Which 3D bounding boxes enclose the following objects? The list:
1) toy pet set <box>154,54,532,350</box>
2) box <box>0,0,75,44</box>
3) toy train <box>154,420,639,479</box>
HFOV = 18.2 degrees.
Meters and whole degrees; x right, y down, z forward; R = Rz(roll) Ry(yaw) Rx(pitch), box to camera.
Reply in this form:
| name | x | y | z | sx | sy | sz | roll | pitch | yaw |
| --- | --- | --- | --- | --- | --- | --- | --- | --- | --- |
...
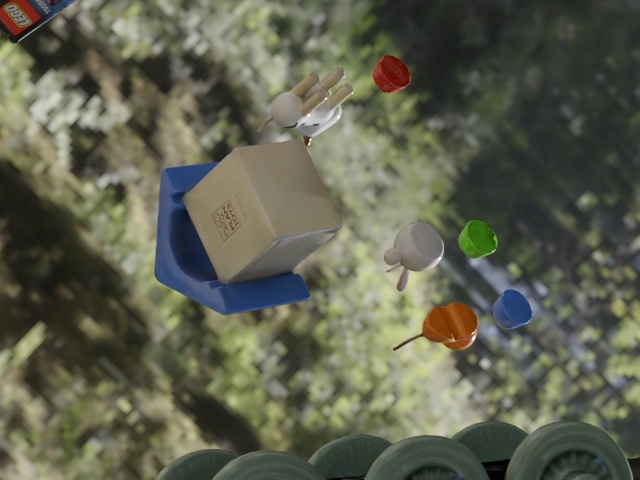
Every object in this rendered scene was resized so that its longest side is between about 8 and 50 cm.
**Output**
| name | x | y | z | sx | sy | sz | roll | pitch | yaw |
| --- | --- | --- | --- | --- | --- | --- | --- | --- | --- |
| toy pet set | 0.000 | 0.000 | 0.765 | 0.114 | 0.122 | 0.065 | -10 | 158 | -43 |
| box | -0.163 | -0.179 | 1.016 | 0.094 | 0.137 | 0.027 | -32 | -151 | 12 |
| toy train | 0.044 | 0.199 | 1.072 | 0.334 | 0.190 | 0.142 | -3 | 176 | -23 |
